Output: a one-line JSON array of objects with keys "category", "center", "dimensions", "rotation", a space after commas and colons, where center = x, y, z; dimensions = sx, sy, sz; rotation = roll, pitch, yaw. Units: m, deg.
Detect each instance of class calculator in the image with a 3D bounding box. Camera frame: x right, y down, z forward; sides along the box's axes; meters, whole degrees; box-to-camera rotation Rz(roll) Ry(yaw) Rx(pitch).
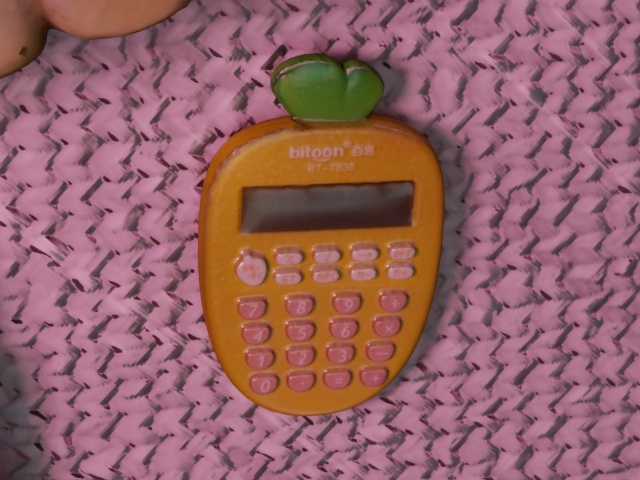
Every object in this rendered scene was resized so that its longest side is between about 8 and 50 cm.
[{"category": "calculator", "center": [0.000, 0.000, 1.014], "dimensions": [0.146, 0.032, 0.235], "rotation": [-3, 115, -12]}]

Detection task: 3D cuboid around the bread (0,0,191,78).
[{"category": "bread", "center": [-0.214, -0.209, 0.776], "dimensions": [0.341, 0.210, 0.300], "rotation": [-25, 139, 6]}]
